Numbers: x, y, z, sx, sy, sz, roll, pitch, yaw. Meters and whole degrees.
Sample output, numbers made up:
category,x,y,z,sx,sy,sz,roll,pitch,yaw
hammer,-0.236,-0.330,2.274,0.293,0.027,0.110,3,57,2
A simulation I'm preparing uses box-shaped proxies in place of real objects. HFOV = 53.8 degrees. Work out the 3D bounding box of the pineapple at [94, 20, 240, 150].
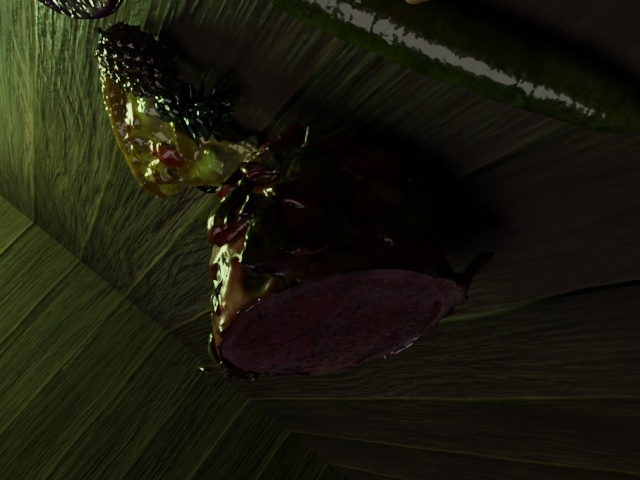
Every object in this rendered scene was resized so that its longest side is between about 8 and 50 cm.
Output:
category,x,y,z,sx,sy,sz,roll,pitch,yaw
pineapple,-0.207,-0.218,0.833,0.221,0.103,0.083,37,176,7

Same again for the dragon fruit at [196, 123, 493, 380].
category,x,y,z,sx,sy,sz,roll,pitch,yaw
dragon fruit,0.000,0.000,0.774,0.296,0.314,0.262,115,146,-50

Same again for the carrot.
category,x,y,z,sx,sy,sz,roll,pitch,yaw
carrot,0.105,-0.173,0.535,0.359,0.074,0.074,28,153,12

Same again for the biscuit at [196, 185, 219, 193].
category,x,y,z,sx,sy,sz,roll,pitch,yaw
biscuit,-0.205,-0.116,1.066,0.089,0.027,0.087,15,145,38

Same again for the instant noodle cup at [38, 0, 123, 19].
category,x,y,z,sx,sy,sz,roll,pitch,yaw
instant noodle cup,-0.183,-0.332,0.487,0.251,0.190,0.251,30,153,17

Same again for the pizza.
category,x,y,z,sx,sy,sz,roll,pitch,yaw
pizza,-0.204,-0.147,0.938,0.288,0.075,0.280,13,139,31

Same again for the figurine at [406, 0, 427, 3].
category,x,y,z,sx,sy,sz,roll,pitch,yaw
figurine,0.056,-0.266,0.350,0.163,0.141,0.236,4,139,42
